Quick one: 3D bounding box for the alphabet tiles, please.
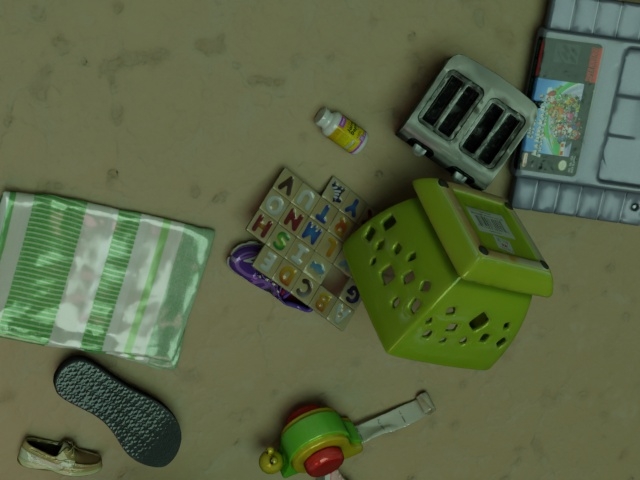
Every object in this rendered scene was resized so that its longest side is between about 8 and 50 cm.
[{"bbox_3d":[0.000,0.000,1.436,0.237,0.009,0.198,38,74,-24],"label":"alphabet tiles"}]

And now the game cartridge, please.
[{"bbox_3d":[0.445,-0.210,1.466,0.230,0.068,0.355,7,107,-3],"label":"game cartridge"}]

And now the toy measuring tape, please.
[{"bbox_3d":[0.048,0.318,1.543,0.330,0.121,0.121,-19,113,-13],"label":"toy measuring tape"}]

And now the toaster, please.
[{"bbox_3d":[0.233,-0.188,1.396,0.168,0.110,0.186,35,97,-1],"label":"toaster"}]

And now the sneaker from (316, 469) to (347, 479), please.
[{"bbox_3d":[0.031,0.431,1.614,0.070,0.051,0.134,-6,113,-16],"label":"sneaker"}]

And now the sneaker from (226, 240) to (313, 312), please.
[{"bbox_3d":[-0.071,0.060,1.444,0.170,0.071,0.068,30,99,-22],"label":"sneaker"}]

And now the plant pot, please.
[{"bbox_3d":[0.201,0.041,1.373,0.228,0.227,0.207,13,131,-36],"label":"plant pot"}]

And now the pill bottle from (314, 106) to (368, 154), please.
[{"bbox_3d":[0.032,-0.172,1.405,0.083,0.043,0.043,32,98,-23],"label":"pill bottle"}]

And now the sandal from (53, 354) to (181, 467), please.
[{"bbox_3d":[-0.321,0.270,1.462,0.097,0.054,0.254,-45,114,-7],"label":"sandal"}]

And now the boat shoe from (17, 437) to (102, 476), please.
[{"bbox_3d":[-0.420,0.349,1.461,0.135,0.050,0.045,10,111,-18],"label":"boat shoe"}]

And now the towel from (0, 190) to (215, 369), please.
[{"bbox_3d":[-0.350,0.065,1.389,0.324,0.038,0.248,14,104,-19],"label":"towel"}]
